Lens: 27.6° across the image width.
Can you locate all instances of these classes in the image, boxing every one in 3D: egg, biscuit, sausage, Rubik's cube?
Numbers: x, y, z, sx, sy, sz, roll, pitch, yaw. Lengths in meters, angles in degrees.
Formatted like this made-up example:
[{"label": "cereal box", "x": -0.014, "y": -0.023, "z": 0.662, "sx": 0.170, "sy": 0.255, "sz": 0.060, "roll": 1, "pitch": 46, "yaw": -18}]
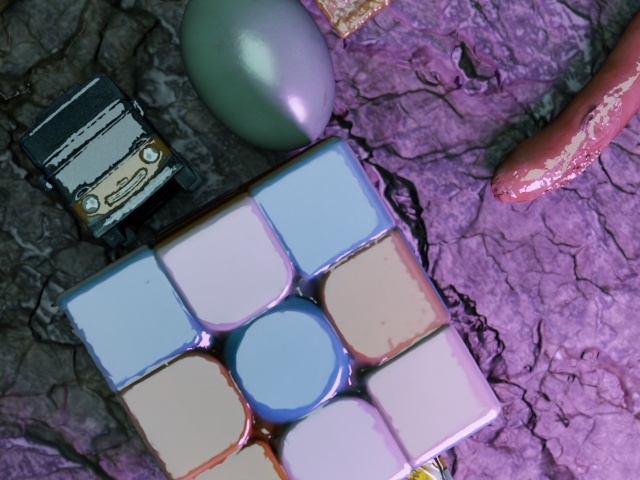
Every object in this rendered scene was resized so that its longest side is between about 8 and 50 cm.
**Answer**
[{"label": "egg", "x": -0.074, "y": -0.214, "z": 1.570, "sx": 0.168, "sy": 0.168, "sz": 0.231, "roll": -33, "pitch": 94, "yaw": -2}, {"label": "biscuit", "x": 0.037, "y": -0.310, "z": 1.648, "sx": 0.083, "sy": 0.018, "sz": 0.081, "roll": -39, "pitch": 95, "yaw": -1}, {"label": "sausage", "x": 0.344, "y": -0.163, "z": 1.648, "sx": 0.087, "sy": 0.079, "sz": 0.326, "roll": 41, "pitch": 91, "yaw": -5}, {"label": "Rubik's cube", "x": -0.053, "y": 0.114, "z": 1.459, "sx": 0.344, "sy": 0.347, "sz": 0.346, "roll": -30, "pitch": 95, "yaw": -3}]

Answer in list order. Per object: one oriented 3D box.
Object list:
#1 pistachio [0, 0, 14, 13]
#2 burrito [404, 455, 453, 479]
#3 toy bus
[{"label": "pistachio", "x": -0.393, "y": -0.376, "z": 1.566, "sx": 0.136, "sy": 0.136, "sz": 0.226, "roll": 17, "pitch": 85, "yaw": -5}, {"label": "burrito", "x": 0.143, "y": 0.369, "z": 1.671, "sx": 0.104, "sy": 0.054, "sz": 0.288, "roll": -26, "pitch": 94, "yaw": -2}, {"label": "toy bus", "x": -0.239, "y": -0.092, "z": 1.512, "sx": 0.138, "sy": 0.275, "sz": 0.167, "roll": -40, "pitch": 93, "yaw": -1}]
